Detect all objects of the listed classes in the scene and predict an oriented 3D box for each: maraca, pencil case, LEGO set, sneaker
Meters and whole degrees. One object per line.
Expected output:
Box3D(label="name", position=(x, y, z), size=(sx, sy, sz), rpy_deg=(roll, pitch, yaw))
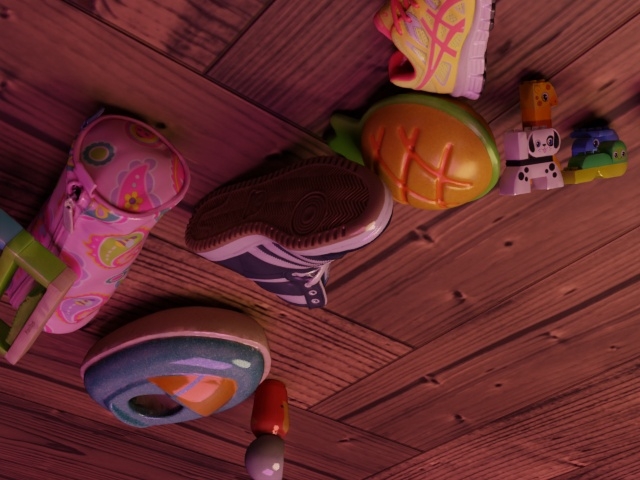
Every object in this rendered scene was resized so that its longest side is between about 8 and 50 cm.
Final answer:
Box3D(label="maraca", position=(0.084, -0.082, 0.858), size=(0.186, 0.099, 0.127), rpy_deg=(0, 131, 45))
Box3D(label="pencil case", position=(-0.240, -0.010, 0.940), size=(0.124, 0.124, 0.284), rpy_deg=(19, 143, -23))
Box3D(label="LEGO set", position=(0.231, -0.103, 0.831), size=(0.227, 0.093, 0.087), rpy_deg=(-11, -171, -29))
Box3D(label="sneaker", position=(0.089, -0.187, 0.726), size=(0.094, 0.081, 0.208), rpy_deg=(1, 144, 5))
Box3D(label="sneaker", position=(0.000, 0.000, 0.932), size=(0.153, 0.099, 0.282), rpy_deg=(34, 155, -35))

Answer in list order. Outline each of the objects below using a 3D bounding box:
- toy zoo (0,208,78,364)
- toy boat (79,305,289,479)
Box3D(label="toy zoo", position=(-0.395, -0.009, 0.931), size=(0.293, 0.030, 0.192), rpy_deg=(40, 138, -5))
Box3D(label="toy boat", position=(-0.145, 0.211, 1.221), size=(0.267, 0.148, 0.318), rpy_deg=(-23, 137, 29))
